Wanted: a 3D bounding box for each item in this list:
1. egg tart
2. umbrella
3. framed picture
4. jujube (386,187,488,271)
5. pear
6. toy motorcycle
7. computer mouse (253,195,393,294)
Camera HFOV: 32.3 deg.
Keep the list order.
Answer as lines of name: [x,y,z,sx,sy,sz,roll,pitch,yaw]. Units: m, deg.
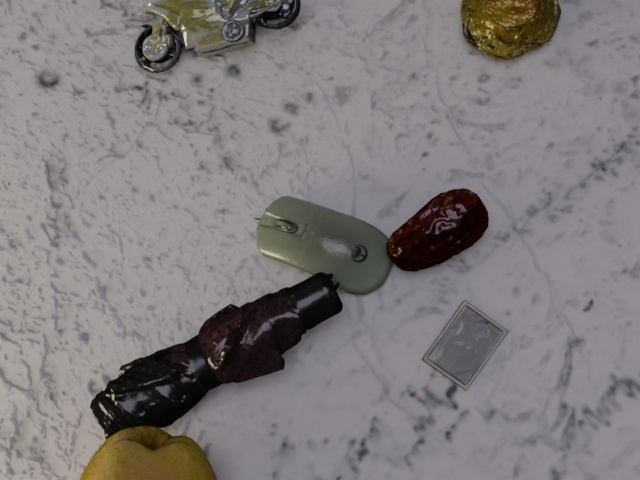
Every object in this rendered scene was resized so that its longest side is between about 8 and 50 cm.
egg tart: [0.239,-0.288,1.379,0.130,0.052,0.130,-1,75,3]
umbrella: [-0.117,0.135,1.297,0.326,0.094,0.090,-28,38,1]
framed picture: [0.172,0.125,1.315,0.066,0.006,0.089,36,83,11]
jujube: [0.138,-0.012,1.315,0.129,0.077,0.077,-30,77,2]
pear: [-0.192,0.293,1.229,0.178,0.178,0.178,-1,77,5]
toy motorcycle: [-0.142,-0.306,1.406,0.229,0.074,0.151,-19,82,10]
computer mouse: [0.000,0.000,1.334,0.182,0.056,0.089,21,76,10]
